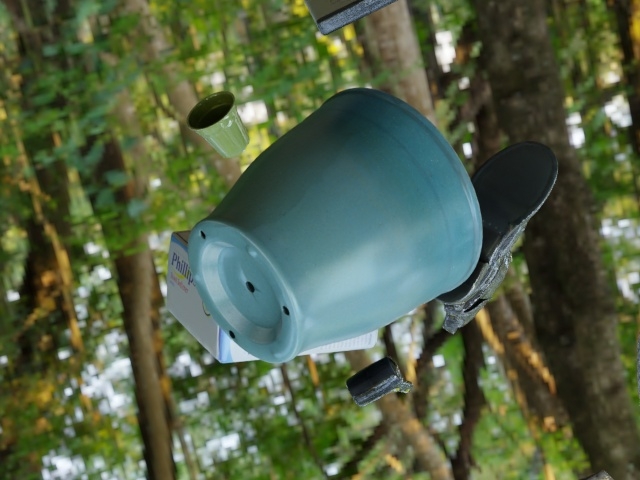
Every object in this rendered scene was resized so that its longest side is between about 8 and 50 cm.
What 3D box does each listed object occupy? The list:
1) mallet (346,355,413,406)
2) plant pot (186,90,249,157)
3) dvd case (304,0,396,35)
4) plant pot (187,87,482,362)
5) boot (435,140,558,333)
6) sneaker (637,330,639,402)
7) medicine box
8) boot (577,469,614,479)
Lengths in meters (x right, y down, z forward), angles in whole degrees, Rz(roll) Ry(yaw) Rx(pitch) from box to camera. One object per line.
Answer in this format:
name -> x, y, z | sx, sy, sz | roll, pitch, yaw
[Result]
mallet -> 0.075, 0.177, 1.565 | 0.062, 0.039, 0.190 | -29, 164, 3
plant pot -> -0.147, -0.168, 1.957 | 0.083, 0.079, 0.083 | -20, -141, 17
dvd case -> 0.059, -0.319, 1.482 | 0.180, 0.022, 0.253 | -26, -151, 3
plant pot -> 0.000, 0.000, 1.479 | 0.255, 0.272, 0.271 | -33, -159, -34
boot -> 0.225, 0.000, 1.726 | 0.263, 0.091, 0.229 | -53, 163, 0
sneaker -> 0.353, 0.192, 0.864 | 0.210, 0.366, 0.137 | -21, -176, 11
medicine box -> -0.083, 0.082, 2.204 | 0.289, 0.149, 0.263 | -4, -162, -25
boot -> 0.327, 0.306, 1.552 | 0.106, 0.037, 0.114 | 0, 146, -30
